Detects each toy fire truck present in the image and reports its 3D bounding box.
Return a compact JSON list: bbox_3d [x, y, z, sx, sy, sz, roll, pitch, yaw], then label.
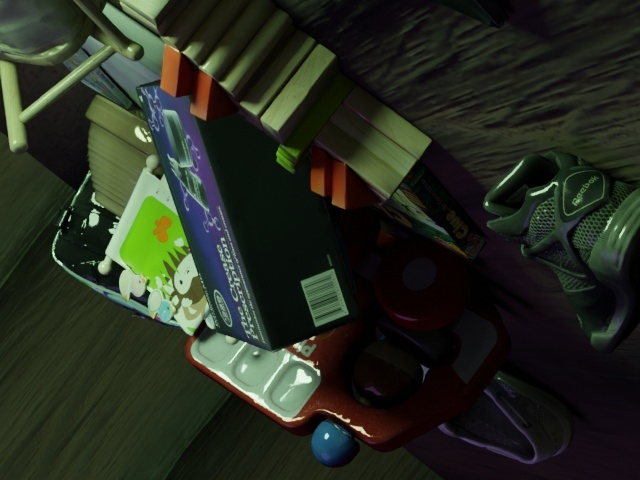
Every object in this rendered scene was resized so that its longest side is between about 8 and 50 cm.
[{"bbox_3d":[0.035,0.103,2.053,0.302,0.254,0.169,33,170,29],"label":"toy fire truck"}]

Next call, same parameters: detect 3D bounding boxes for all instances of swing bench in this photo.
[{"bbox_3d":[-0.341,-0.268,1.897,0.255,0.165,0.253,54,-176,37],"label":"swing bench"}]

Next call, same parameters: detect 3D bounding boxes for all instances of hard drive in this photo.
[{"bbox_3d":[-0.245,-0.221,2.166,0.353,0.047,0.233,35,171,13],"label":"hard drive"}]

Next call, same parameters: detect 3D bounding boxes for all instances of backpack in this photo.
[{"bbox_3d":[-0.187,-0.002,2.503,0.253,0.225,0.191,26,175,13],"label":"backpack"}]

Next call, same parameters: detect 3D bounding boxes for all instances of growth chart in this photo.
[{"bbox_3d":[-0.140,0.014,2.088,0.237,0.172,0.021,28,-166,38],"label":"growth chart"}]

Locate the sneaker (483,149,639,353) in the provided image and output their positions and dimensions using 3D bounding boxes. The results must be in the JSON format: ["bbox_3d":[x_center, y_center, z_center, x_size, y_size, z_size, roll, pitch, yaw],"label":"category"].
[{"bbox_3d":[0.196,0.003,1.470,0.130,0.087,0.227,36,168,23],"label":"sneaker"}]

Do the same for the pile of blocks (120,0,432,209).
[{"bbox_3d":[-0.064,-0.136,1.677,0.362,0.113,0.149,41,170,-21],"label":"pile of blocks"}]

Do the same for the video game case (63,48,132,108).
[{"bbox_3d":[-0.269,-0.197,2.196,0.087,0.011,0.122,31,170,36],"label":"video game case"}]

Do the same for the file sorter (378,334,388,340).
[{"bbox_3d":[0.089,0.098,2.312,0.170,0.104,0.118,38,171,0],"label":"file sorter"}]

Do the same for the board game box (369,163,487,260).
[{"bbox_3d":[0.039,-0.068,1.904,0.259,0.030,0.136,29,170,45],"label":"board game box"}]

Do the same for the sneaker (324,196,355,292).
[{"bbox_3d":[-0.001,0.000,1.954,0.084,0.058,0.152,85,174,-73],"label":"sneaker"}]

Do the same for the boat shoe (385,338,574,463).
[{"bbox_3d":[0.171,0.192,2.383,0.277,0.098,0.096,22,-152,30],"label":"boat shoe"}]

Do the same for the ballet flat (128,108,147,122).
[{"bbox_3d":[-0.137,-0.091,2.412,0.250,0.058,0.084,30,135,10],"label":"ballet flat"}]

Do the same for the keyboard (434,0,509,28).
[{"bbox_3d":[0.037,-0.196,1.270,0.180,0.023,0.108,29,174,39],"label":"keyboard"}]

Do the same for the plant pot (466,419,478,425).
[{"bbox_3d":[0.180,0.181,2.502,0.083,0.083,0.079,46,180,-45],"label":"plant pot"}]

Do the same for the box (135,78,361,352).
[{"bbox_3d":[-0.071,-0.039,1.862,0.184,0.103,0.261,-167,58,-73],"label":"box"}]

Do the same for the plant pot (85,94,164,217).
[{"bbox_3d":[-0.183,-0.062,2.252,0.237,0.110,0.237,31,178,1],"label":"plant pot"}]
